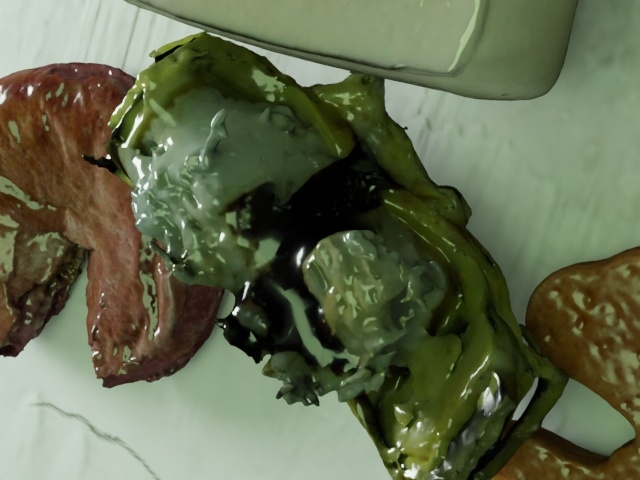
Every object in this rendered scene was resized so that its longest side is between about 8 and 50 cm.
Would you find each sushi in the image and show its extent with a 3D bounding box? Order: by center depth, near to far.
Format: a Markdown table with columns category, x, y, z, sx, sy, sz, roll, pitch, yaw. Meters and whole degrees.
| category | x | y | z | sx | sy | sz | roll | pitch | yaw |
| --- | --- | --- | --- | --- | --- | --- | --- | --- | --- |
| sushi | 0.004 | -0.001 | 0.743 | 0.291 | 0.131 | 0.139 | 48 | 120 | 23 |

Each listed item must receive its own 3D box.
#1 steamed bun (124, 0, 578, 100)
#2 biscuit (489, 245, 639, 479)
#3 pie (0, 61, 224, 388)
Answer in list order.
| category | x | y | z | sx | sy | sz | roll | pitch | yaw |
| --- | --- | --- | --- | --- | --- | --- | --- | --- | --- |
| steamed bun | 0.021 | -0.158 | 0.709 | 0.242 | 0.164 | 0.146 | 18 | 104 | 28 |
| biscuit | 0.229 | 0.139 | 0.702 | 0.334 | 0.047 | 0.202 | 27 | 110 | 26 |
| pie | -0.158 | -0.008 | 0.896 | 0.219 | 0.054 | 0.204 | -5 | 95 | 30 |
